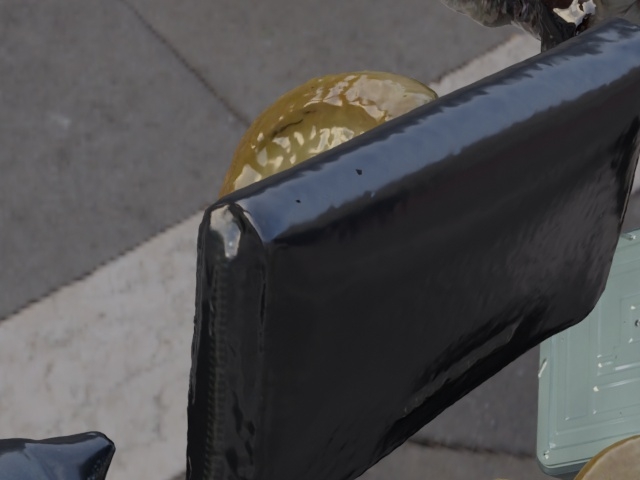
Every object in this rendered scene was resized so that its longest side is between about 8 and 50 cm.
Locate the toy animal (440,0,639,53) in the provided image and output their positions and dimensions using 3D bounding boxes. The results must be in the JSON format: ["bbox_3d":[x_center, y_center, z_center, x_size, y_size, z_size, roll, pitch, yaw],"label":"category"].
[{"bbox_3d":[0.262,-0.323,1.734,0.194,0.303,0.344,-30,61,-11],"label":"toy animal"}]

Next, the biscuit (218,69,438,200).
[{"bbox_3d":[-0.001,0.000,1.213,0.213,0.274,0.091,2,3,39],"label":"biscuit"}]

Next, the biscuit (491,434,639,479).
[{"bbox_3d":[0.157,0.197,0.802,0.249,0.035,0.184,-30,84,-7],"label":"biscuit"}]

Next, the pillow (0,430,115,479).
[{"bbox_3d":[-0.186,0.177,0.540,0.186,0.106,0.250,12,91,-20],"label":"pillow"}]

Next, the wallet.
[{"bbox_3d":[0.048,0.011,0.557,0.044,0.149,0.250,28,36,31],"label":"wallet"}]

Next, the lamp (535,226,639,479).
[{"bbox_3d":[0.346,0.109,1.597,0.047,0.266,0.269,27,57,-37],"label":"lamp"}]
